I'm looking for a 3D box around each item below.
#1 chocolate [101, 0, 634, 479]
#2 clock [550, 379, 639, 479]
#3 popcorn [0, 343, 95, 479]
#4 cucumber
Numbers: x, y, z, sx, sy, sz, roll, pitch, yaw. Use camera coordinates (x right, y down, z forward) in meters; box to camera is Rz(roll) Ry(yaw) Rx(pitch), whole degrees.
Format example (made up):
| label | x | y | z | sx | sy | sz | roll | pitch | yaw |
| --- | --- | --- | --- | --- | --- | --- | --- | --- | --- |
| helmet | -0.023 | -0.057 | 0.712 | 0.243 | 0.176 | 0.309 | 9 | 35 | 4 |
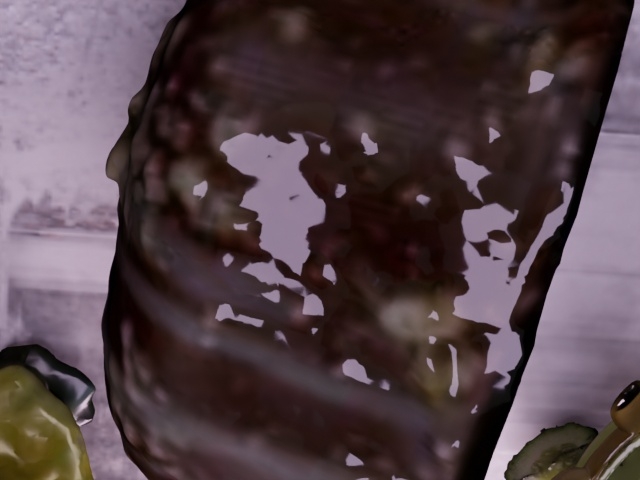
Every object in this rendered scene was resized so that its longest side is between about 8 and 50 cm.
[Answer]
| label | x | y | z | sx | sy | sz | roll | pitch | yaw |
| --- | --- | --- | --- | --- | --- | --- | --- | --- | --- |
| chocolate | 0.000 | 0.000 | 0.736 | 0.210 | 0.225 | 0.340 | 16 | 116 | 1 |
| clock | 0.215 | 0.157 | 0.890 | 0.232 | 0.069 | 0.170 | 31 | 104 | -32 |
| popcorn | -0.243 | 0.241 | 0.823 | 0.293 | 0.237 | 0.293 | 0 | 117 | -1 |
| cucumber | 0.154 | 0.160 | 0.931 | 0.067 | 0.035 | 0.107 | -31 | 123 | -5 |
